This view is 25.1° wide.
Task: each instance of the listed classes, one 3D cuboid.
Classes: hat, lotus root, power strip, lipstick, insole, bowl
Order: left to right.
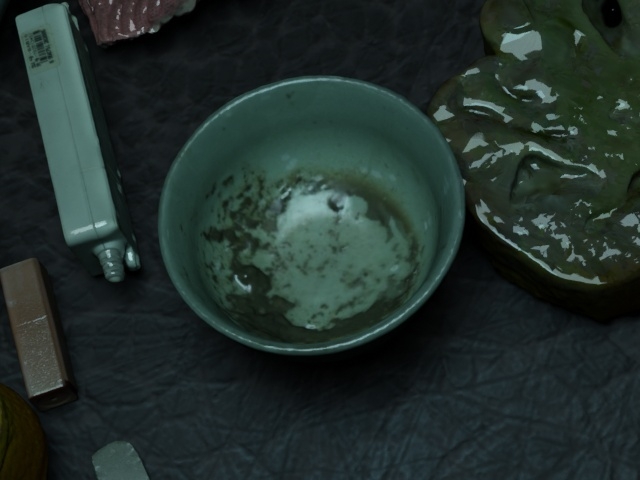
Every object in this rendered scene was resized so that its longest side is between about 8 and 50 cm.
[{"bbox_3d":[-0.280,0.092,1.426,0.045,0.045,0.145,-19,65,2],"label":"lipstick"},{"bbox_3d":[-0.249,-0.099,1.480,0.058,0.098,0.338,-18,64,0],"label":"power strip"},{"bbox_3d":[-0.161,0.272,1.345,0.063,0.010,0.192,-29,64,-6],"label":"insole"},{"bbox_3d":[-0.186,-0.364,1.590,0.236,0.107,0.286,-28,69,4],"label":"hat"},{"bbox_3d":[0.000,0.000,1.374,0.289,0.146,0.289,-4,63,8],"label":"bowl"},{"bbox_3d":[0.297,-0.111,1.409,0.374,0.111,0.391,14,67,9],"label":"lotus root"}]

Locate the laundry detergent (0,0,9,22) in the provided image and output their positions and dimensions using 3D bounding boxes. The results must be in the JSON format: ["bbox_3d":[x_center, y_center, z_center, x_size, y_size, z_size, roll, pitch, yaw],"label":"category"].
[{"bbox_3d":[-0.367,-0.334,1.545,0.124,0.264,0.398,22,79,-20],"label":"laundry detergent"}]

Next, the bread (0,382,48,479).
[{"bbox_3d":[-0.369,0.242,1.316,0.195,0.143,0.270,20,68,19],"label":"bread"}]
